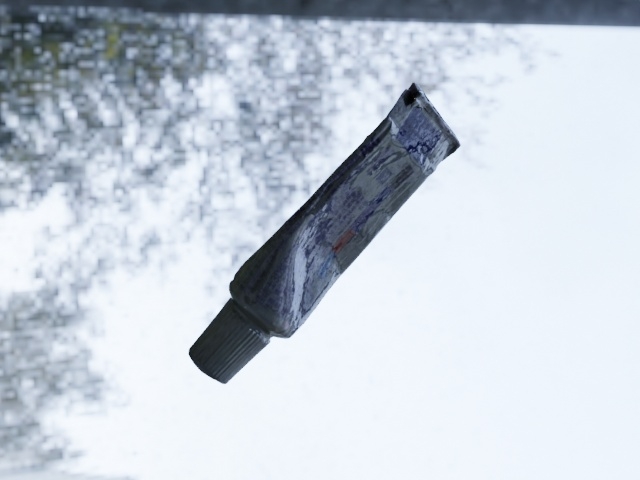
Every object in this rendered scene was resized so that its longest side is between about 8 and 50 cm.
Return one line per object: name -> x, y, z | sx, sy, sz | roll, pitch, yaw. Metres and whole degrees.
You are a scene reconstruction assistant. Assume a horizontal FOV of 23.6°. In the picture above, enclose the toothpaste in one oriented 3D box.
toothpaste -> 0.000, 0.000, 1.233 | 0.068, 0.282, 0.099 | 41, -1, 2
